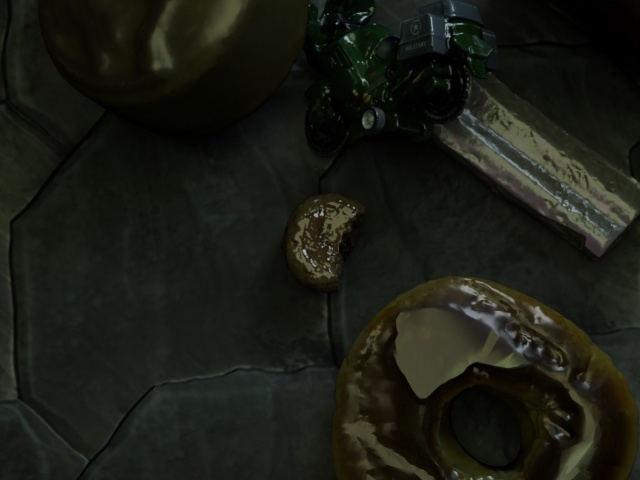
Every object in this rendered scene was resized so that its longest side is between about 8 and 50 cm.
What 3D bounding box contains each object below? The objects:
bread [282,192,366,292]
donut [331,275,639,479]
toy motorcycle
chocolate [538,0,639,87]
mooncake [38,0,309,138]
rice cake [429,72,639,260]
[{"bbox_3d":[0.000,0.000,1.786,0.082,0.060,0.113,21,79,7],"label":"bread"},{"bbox_3d":[0.174,0.198,1.696,0.330,0.160,0.330,0,90,7],"label":"donut"},{"bbox_3d":[0.075,-0.199,1.750,0.275,0.125,0.187,-10,78,47],"label":"toy motorcycle"},{"bbox_3d":[0.421,-0.321,1.694,0.331,0.383,0.383,43,84,-1],"label":"chocolate"},{"bbox_3d":[-0.167,-0.262,1.762,0.284,0.155,0.284,-6,76,26],"label":"mooncake"},{"bbox_3d":[0.228,-0.096,1.795,0.298,0.050,0.106,38,83,10],"label":"rice cake"}]
